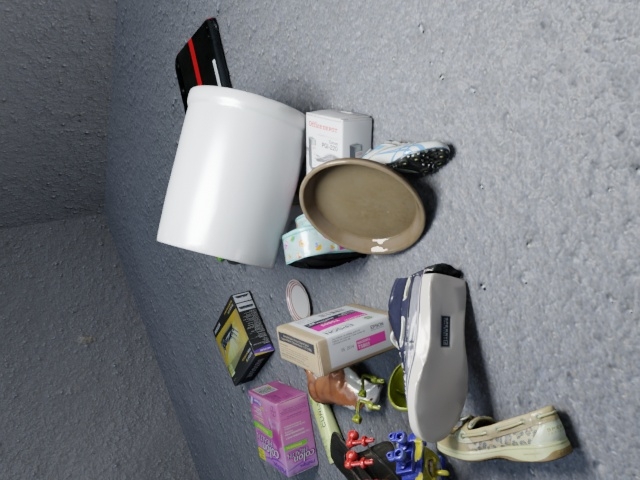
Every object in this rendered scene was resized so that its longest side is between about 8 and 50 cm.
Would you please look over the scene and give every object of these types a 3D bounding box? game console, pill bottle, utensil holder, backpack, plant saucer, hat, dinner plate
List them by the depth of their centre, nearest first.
[{"bbox_3d":[0.090,-0.074,1.230,0.277,0.041,0.278,14,140,11],"label":"plant saucer"},{"bbox_3d":[0.150,0.572,1.396,0.331,0.133,0.331,51,160,27],"label":"hat"},{"bbox_3d":[0.000,0.000,1.408,0.165,0.188,0.145,-20,83,60],"label":"backpack"},{"bbox_3d":[-0.217,-0.147,1.453,0.327,0.327,0.386,8,83,57],"label":"utensil holder"},{"bbox_3d":[-0.091,-0.080,1.610,0.184,0.103,0.103,54,142,35],"label":"pill bottle"},{"bbox_3d":[-0.064,0.187,1.746,0.141,0.017,0.141,28,124,51],"label":"dinner plate"},{"bbox_3d":[-0.397,-0.526,2.014,0.342,0.060,0.387,-16,88,54],"label":"game console"}]

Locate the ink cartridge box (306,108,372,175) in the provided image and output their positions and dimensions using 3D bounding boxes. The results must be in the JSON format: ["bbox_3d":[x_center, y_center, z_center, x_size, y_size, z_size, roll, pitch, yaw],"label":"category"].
[{"bbox_3d":[0.041,-0.193,1.367,0.158,0.092,0.218,27,121,52],"label":"ink cartridge box"}]

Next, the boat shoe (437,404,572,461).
[{"bbox_3d":[0.334,0.361,1.087,0.285,0.104,0.090,-23,76,48],"label":"boat shoe"}]

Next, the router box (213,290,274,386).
[{"bbox_3d":[-0.290,0.365,2.116,0.243,0.080,0.309,63,146,23],"label":"router box"}]

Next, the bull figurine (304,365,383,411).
[{"bbox_3d":[0.046,0.371,1.554,0.310,0.101,0.189,-28,73,56],"label":"bull figurine"}]

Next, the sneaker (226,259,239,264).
[{"bbox_3d":[-0.326,-0.071,2.002,0.121,0.111,0.300,22,117,59],"label":"sneaker"}]

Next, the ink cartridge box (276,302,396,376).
[{"bbox_3d":[0.043,0.229,1.373,0.193,0.234,0.088,2,103,58],"label":"ink cartridge box"}]

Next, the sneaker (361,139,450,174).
[{"bbox_3d":[0.166,-0.176,1.185,0.237,0.085,0.086,-7,68,52],"label":"sneaker"}]

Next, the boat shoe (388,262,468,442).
[{"bbox_3d":[0.207,0.222,1.168,0.158,0.127,0.341,-17,61,64],"label":"boat shoe"}]

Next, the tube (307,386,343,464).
[{"bbox_3d":[0.015,0.536,1.706,0.070,0.062,0.240,-28,66,16],"label":"tube"}]

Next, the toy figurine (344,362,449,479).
[{"bbox_3d":[0.191,0.479,1.262,0.191,0.363,0.217,-22,123,28],"label":"toy figurine"}]

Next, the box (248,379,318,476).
[{"bbox_3d":[-0.126,0.614,1.903,0.213,0.117,0.243,-1,100,59],"label":"box"}]

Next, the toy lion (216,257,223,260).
[{"bbox_3d":[-0.402,0.039,2.237,0.100,0.034,0.096,62,152,24],"label":"toy lion"}]
